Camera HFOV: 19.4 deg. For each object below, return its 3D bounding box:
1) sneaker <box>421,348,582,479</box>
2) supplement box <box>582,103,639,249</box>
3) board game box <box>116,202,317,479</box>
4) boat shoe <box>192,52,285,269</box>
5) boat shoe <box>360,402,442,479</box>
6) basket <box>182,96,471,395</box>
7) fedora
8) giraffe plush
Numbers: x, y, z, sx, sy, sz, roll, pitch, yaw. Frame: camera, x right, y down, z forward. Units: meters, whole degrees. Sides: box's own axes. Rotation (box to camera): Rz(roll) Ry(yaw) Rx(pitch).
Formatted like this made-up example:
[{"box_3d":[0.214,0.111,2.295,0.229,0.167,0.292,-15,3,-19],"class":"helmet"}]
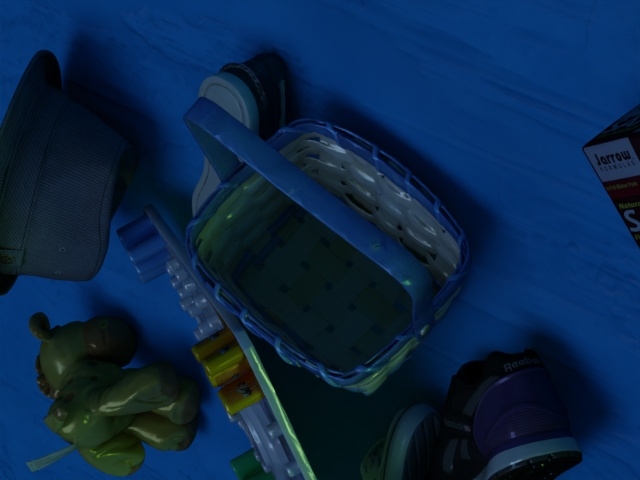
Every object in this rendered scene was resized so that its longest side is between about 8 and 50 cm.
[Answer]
[{"box_3d":[0.160,0.180,1.767,0.283,0.107,0.124,131,129,-63],"class":"sneaker"},{"box_3d":[0.311,0.005,1.413,0.239,0.073,0.130,59,157,-8],"class":"supplement box"},{"box_3d":[-0.072,0.191,1.888,0.390,0.050,0.390,67,171,-25],"class":"board game box"},{"box_3d":[-0.072,-0.068,1.804,0.095,0.079,0.255,30,138,33],"class":"boat shoe"},{"box_3d":[0.073,0.239,1.903,0.075,0.083,0.226,31,141,27],"class":"boat shoe"},{"box_3d":[0.000,0.000,1.646,0.255,0.201,0.289,40,174,17],"class":"basket"},{"box_3d":[-0.266,-0.053,1.958,0.124,0.244,0.275,16,137,0],"class":"fedora"},{"box_3d":[-0.258,0.162,2.173,0.181,0.210,0.170,97,155,-50],"class":"giraffe plush"}]
